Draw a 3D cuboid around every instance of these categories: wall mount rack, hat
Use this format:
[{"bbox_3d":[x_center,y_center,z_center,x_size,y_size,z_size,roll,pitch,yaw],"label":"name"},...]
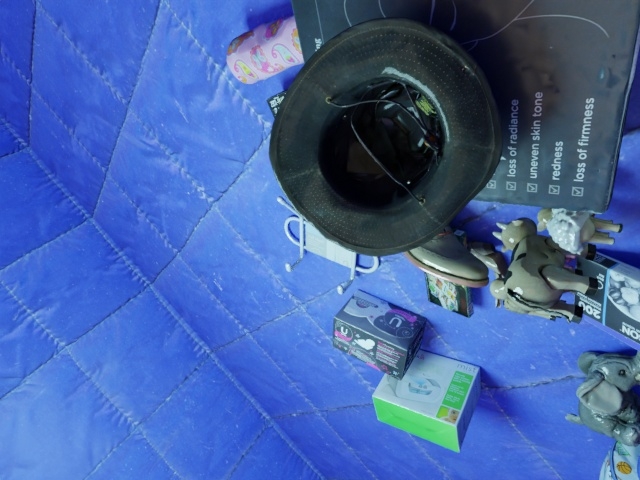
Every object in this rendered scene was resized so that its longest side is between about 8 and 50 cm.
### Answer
[{"bbox_3d":[0.000,0.000,1.267,0.349,0.130,0.305,21,133,25],"label":"wall mount rack"},{"bbox_3d":[0.091,-0.149,0.628,0.330,0.134,0.332,8,119,15],"label":"hat"}]

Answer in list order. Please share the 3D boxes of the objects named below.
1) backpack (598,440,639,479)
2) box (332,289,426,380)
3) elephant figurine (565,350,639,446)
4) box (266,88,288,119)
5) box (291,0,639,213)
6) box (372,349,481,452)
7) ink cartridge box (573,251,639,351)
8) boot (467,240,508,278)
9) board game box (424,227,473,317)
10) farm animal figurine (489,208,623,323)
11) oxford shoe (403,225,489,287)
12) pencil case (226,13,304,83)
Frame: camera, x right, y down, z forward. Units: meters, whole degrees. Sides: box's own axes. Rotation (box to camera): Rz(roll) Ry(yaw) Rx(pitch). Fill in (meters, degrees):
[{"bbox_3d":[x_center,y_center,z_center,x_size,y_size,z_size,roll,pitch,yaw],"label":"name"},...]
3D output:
[{"bbox_3d":[0.811,0.575,0.972,0.263,0.276,0.213,16,127,38],"label":"backpack"},{"bbox_3d":[0.183,0.288,1.322,0.247,0.163,0.142,22,130,25],"label":"box"},{"bbox_3d":[0.677,0.331,0.981,0.169,0.185,0.240,-120,8,-81],"label":"elephant figurine"},{"bbox_3d":[-0.027,-0.324,1.068,0.180,0.077,0.148,-5,118,42],"label":"box"},{"bbox_3d":[0.232,-0.335,0.678,0.471,0.297,0.481,10,128,32],"label":"box"},{"bbox_3d":[0.333,0.475,1.296,0.261,0.231,0.127,9,128,35],"label":"box"},{"bbox_3d":[0.622,0.145,0.858,0.206,0.045,0.209,43,155,59],"label":"ink cartridge box"},{"bbox_3d":[0.405,0.050,1.045,0.086,0.042,0.119,-16,110,52],"label":"boot"},{"bbox_3d":[0.331,0.077,1.108,0.136,0.030,0.260,24,138,49],"label":"board game box"},{"bbox_3d":[0.418,0.044,0.824,0.172,0.326,0.331,15,115,20],"label":"farm animal figurine"},{"bbox_3d":[0.255,-0.018,0.990,0.348,0.122,0.130,39,124,38],"label":"oxford shoe"},{"bbox_3d":[-0.094,-0.457,0.990,0.283,0.124,0.124,-1,121,39],"label":"pencil case"}]
